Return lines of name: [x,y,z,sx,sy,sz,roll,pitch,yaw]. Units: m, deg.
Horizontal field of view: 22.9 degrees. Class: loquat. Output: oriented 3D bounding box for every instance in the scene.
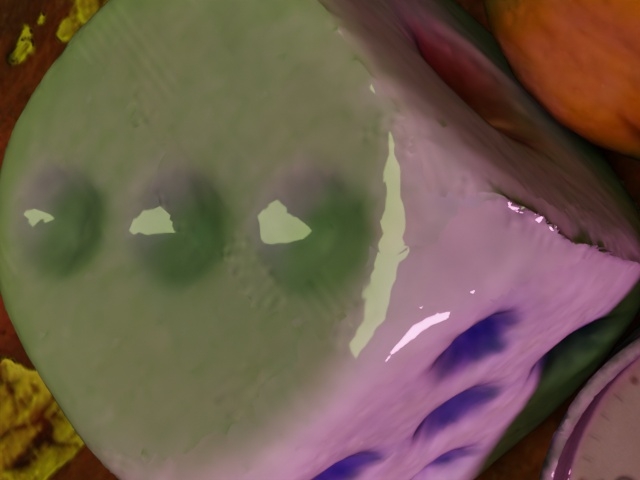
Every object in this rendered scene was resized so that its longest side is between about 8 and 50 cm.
loquat: [0.186,-0.143,0.861,0.234,0.176,0.187,31,129,-8]

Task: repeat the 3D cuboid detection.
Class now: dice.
dice: [0.000,0.000,0.890,0.262,0.264,0.268,-46,64,21]

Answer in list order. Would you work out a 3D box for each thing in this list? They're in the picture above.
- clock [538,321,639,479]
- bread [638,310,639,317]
clock: [0.264,0.174,0.824,0.325,0.067,0.325,9,108,31]
bread: [0.290,0.031,0.865,0.232,0.088,0.128,5,81,31]
